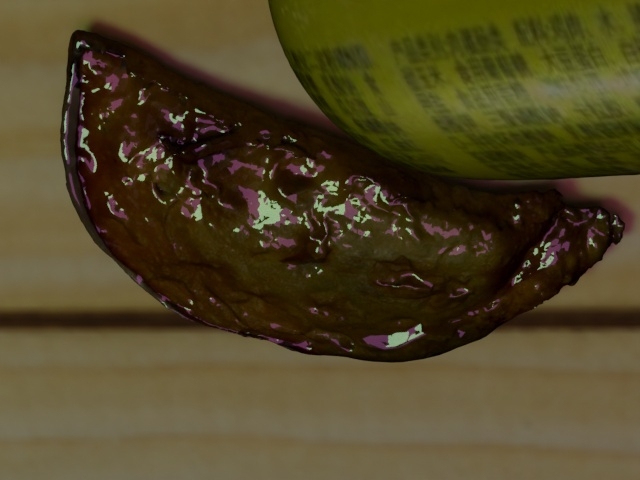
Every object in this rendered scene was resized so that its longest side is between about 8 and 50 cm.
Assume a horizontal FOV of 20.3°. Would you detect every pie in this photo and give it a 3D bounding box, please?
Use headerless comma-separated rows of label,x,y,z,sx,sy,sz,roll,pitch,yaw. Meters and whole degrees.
pie,-0.002,0.001,0.592,0.191,0.033,0.088,18,120,-3

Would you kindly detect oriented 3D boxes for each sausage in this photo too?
sausage,0.109,-0.079,0.425,0.347,0.123,0.123,-3,122,48
